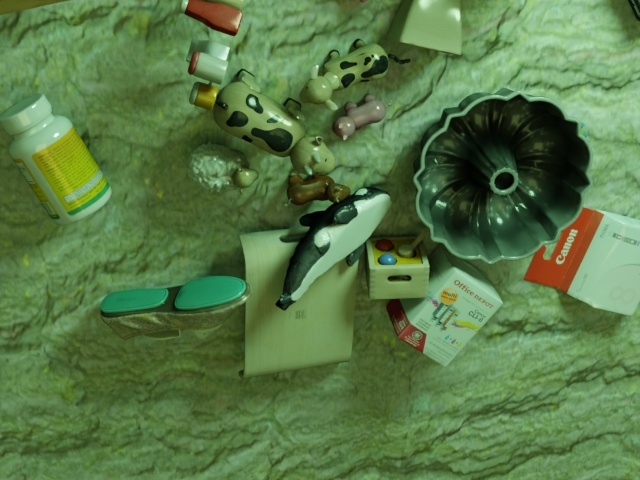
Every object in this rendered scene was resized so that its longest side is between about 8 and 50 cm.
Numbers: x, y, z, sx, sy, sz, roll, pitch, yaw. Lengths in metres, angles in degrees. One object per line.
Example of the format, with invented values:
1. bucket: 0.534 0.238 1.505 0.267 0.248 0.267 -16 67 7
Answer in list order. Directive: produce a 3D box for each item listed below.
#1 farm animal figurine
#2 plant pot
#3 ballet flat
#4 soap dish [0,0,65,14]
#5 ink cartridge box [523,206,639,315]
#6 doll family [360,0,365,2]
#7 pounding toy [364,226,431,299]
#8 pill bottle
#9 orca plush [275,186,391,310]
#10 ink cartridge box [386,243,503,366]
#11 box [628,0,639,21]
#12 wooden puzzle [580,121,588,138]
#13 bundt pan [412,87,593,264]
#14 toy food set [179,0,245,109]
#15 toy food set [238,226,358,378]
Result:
1. farm animal figurine: -0.039 -0.199 1.610 0.327 0.172 0.330 12 113 -13
2. plant pot: 0.183 -0.375 1.598 0.109 0.109 0.096 9 102 -11
3. ballet flat: -0.258 0.134 1.757 0.316 0.107 0.106 -5 125 23
4. soap dish: -0.452 -0.440 1.424 0.291 0.229 0.118 -12 133 -1
5. ink cartridge box: 0.548 0.038 1.865 0.232 0.066 0.189 11 114 -17
6. doll family: 0.122 -0.517 1.529 0.263 0.118 0.163 -19 124 22
7. pounding toy: 0.157 0.032 1.781 0.141 0.130 0.100 -2 122 -1
8. pill bottle: -0.458 -0.141 1.617 0.117 0.117 0.208 -25 116 5
9. orca plush: 0.000 0.000 1.717 0.287 0.102 0.151 -54 148 0
10. ink cartridge box: 0.239 0.124 1.825 0.128 0.127 0.176 33 107 -20
11. box: 0.590 -0.535 1.592 0.216 0.060 0.270 -32 115 9
12. wooden puzzle: 0.473 -0.186 1.774 0.049 0.006 0.083 14 113 -13
13. bundt pan: 0.318 -0.130 1.716 0.331 0.124 0.331 -3 117 -6
14. toy food set: -0.191 -0.336 1.511 0.104 0.111 0.232 17 79 -13
15. toy food set: -0.050 0.121 1.821 0.220 0.092 0.306 -6 118 -17
